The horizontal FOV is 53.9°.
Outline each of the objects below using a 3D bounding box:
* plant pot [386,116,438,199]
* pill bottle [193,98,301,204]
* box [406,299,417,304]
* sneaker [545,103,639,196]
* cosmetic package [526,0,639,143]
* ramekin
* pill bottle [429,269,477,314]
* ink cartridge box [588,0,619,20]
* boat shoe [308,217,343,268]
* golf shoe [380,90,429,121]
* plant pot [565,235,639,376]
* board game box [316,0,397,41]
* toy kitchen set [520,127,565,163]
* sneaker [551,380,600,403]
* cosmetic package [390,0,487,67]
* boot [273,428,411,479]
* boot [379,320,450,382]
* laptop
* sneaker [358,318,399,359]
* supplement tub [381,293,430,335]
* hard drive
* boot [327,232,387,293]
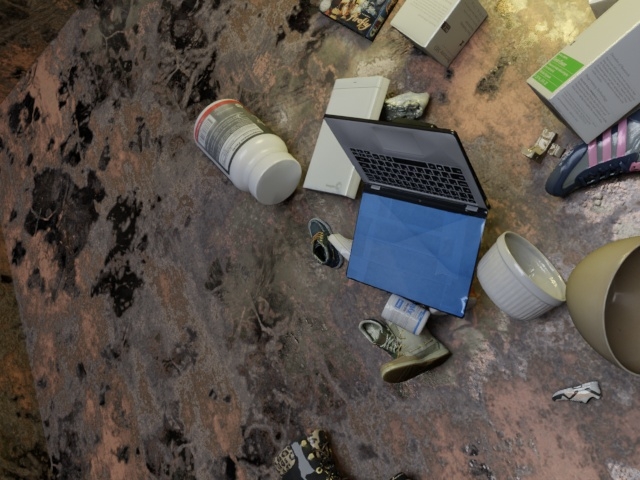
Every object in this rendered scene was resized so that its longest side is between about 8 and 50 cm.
[{"bbox_3d":[0.243,-0.223,1.697,0.188,0.187,0.167,19,79,36],"label":"plant pot"},{"bbox_3d":[-0.233,-0.282,2.018,0.363,0.210,0.210,45,106,32],"label":"pill bottle"},{"bbox_3d":[0.246,0.143,1.706,0.083,0.018,0.067,-27,66,28],"label":"box"},{"bbox_3d":[0.665,-0.187,1.424,0.319,0.112,0.131,-43,56,22],"label":"sneaker"},{"bbox_3d":[0.669,-0.408,1.390,0.365,0.155,0.197,-43,17,18],"label":"cosmetic package"},{"bbox_3d":[0.460,0.090,1.458,0.109,0.207,0.207,-48,57,28],"label":"ramekin"},{"bbox_3d":[0.316,0.073,1.610,0.121,0.121,0.216,-22,68,30],"label":"pill bottle"},{"bbox_3d":[0.717,-0.599,1.487,0.143,0.090,0.092,-6,76,35],"label":"ink cartridge box"},{"bbox_3d":[0.000,0.000,1.870,0.065,0.083,0.183,-42,59,21],"label":"boat shoe"},{"bbox_3d":[0.238,-0.392,1.812,0.176,0.069,0.086,13,55,44],"label":"golf shoe"},{"bbox_3d":[0.629,0.119,1.315,0.191,0.284,0.284,20,92,68],"label":"plant pot"},{"bbox_3d":[0.117,-0.747,1.971,0.243,0.042,0.165,41,104,34],"label":"board game box"},{"bbox_3d":[0.549,-0.229,1.536,0.068,0.075,0.083,37,106,34],"label":"toy kitchen set"},{"bbox_3d":[0.576,0.349,1.417,0.109,0.040,0.044,-25,69,29],"label":"sneaker"},{"bbox_3d":[0.325,-0.609,1.728,0.151,0.151,0.184,46,108,32],"label":"cosmetic package"},{"bbox_3d":[0.044,0.638,1.679,0.377,0.138,0.284,-45,58,26],"label":"boot"},{"bbox_3d":[0.207,0.264,1.602,0.165,0.213,0.077,55,141,32],"label":"boot"},{"bbox_3d":[0.175,-0.064,1.511,0.382,0.408,0.236,17,65,42],"label":"laptop"},{"bbox_3d":[0.178,0.273,1.685,0.192,0.086,0.064,37,102,35],"label":"sneaker"},{"bbox_3d":[0.215,0.187,1.583,0.107,0.071,0.071,27,96,12],"label":"supplement tub"},{"bbox_3d":[0.071,-0.309,1.871,0.233,0.047,0.353,17,91,55],"label":"hard drive"},{"bbox_3d":[0.141,0.029,1.774,0.123,0.095,0.258,-49,59,1],"label":"boot"}]
